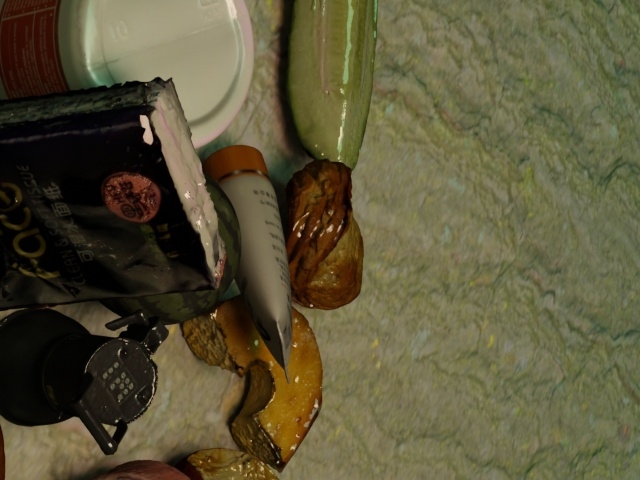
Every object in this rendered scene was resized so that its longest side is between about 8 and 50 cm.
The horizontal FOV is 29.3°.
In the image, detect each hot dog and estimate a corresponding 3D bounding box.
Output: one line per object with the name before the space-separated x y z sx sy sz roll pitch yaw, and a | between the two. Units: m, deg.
hot dog | -0.003 -0.001 1.709 0.259 0.114 0.175 79 15 -63

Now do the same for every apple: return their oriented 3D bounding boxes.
apple | -0.132 0.354 1.596 0.158 0.147 0.156 11 50 -52

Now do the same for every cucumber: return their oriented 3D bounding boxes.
cucumber | 0.014 -0.254 1.760 0.145 0.105 0.325 6 86 -70

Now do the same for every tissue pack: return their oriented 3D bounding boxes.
tissue pack | -0.283 -0.034 1.299 0.123 0.333 0.245 -74 153 -52

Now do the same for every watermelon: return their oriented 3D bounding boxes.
watermelon | -0.197 0.000 1.485 0.212 0.212 0.212 0 90 -43

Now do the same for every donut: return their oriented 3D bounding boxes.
donut | -0.075 0.171 1.673 0.152 0.101 0.259 -37 113 -39

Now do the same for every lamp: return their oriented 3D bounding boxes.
lamp | -0.266 0.149 1.405 0.172 0.227 0.147 -45 119 -34

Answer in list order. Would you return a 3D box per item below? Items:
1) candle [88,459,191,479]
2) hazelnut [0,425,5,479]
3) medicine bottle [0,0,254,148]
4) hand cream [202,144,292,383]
candle | -0.199 0.441 1.470 0.287 0.317 0.131 -50 167 11
hazelnut | -0.421 0.221 1.276 0.208 0.208 0.208 0 90 -43
medicine bottle | -0.240 -0.221 1.420 0.253 0.241 0.252 -1 92 -44
hand cream | -0.077 0.026 1.579 0.089 0.314 0.139 -15 147 -6
